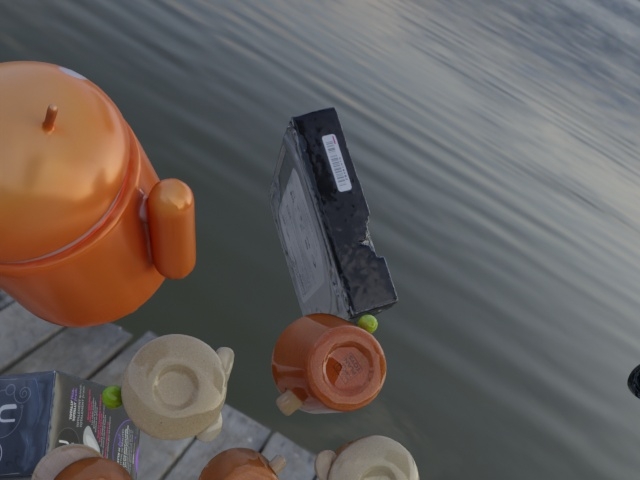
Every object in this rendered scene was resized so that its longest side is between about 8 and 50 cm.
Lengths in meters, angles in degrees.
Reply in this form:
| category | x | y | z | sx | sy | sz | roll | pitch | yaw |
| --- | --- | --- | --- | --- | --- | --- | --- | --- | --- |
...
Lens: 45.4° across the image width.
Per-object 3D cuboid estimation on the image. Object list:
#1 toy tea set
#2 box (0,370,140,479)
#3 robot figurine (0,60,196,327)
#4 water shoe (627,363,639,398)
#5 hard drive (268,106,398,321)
| category | x | y | z | sx | sy | sz | roll | pitch | yaw |
| --- | --- | --- | --- | --- | --- | --- | --- | --- | --- |
| toy tea set | -0.080 | 0.170 | 0.684 | 0.336 | 0.199 | 0.124 | -2 | -5 | -18 |
| box | -0.432 | 0.326 | 1.284 | 0.270 | 0.144 | 0.165 | 50 | 35 | -63 |
| robot figurine | -0.163 | -0.024 | 0.480 | 0.158 | 0.128 | 0.219 | 47 | -13 | 22 |
| water shoe | 0.465 | 0.190 | 1.052 | 0.080 | 0.072 | 0.203 | 20 | -6 | -5 |
| hard drive | 0.000 | 0.000 | 0.989 | 0.064 | 0.339 | 0.236 | -15 | 81 | -10 |
